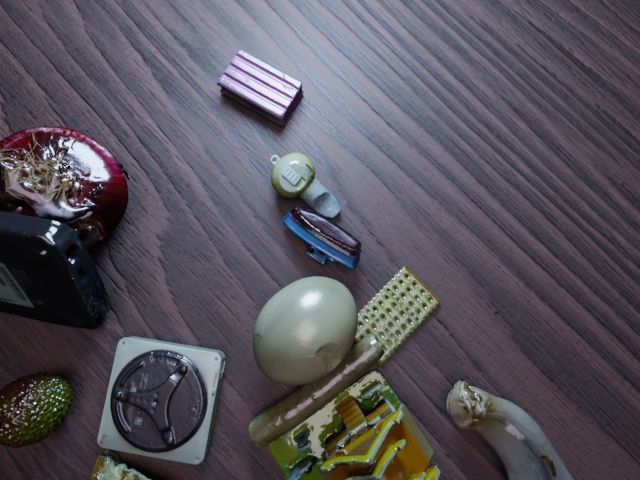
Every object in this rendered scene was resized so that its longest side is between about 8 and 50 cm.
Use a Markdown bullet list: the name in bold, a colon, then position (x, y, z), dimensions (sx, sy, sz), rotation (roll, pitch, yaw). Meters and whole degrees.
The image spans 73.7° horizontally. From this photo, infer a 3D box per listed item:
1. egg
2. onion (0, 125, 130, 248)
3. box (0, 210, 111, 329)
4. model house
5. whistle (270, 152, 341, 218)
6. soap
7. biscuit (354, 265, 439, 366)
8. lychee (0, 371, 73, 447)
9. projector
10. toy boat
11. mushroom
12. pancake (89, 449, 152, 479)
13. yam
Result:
- **egg**: position (-0.034, 0.205, 0.978), dimensions (0.219, 0.219, 0.269), rotation (36, 85, 4)
- **onion**: position (-0.625, -0.117, 1.029), dimensions (0.313, 0.232, 0.315), rotation (2, 85, -24)
- **box**: position (-0.670, 0.065, 0.938), dimensions (0.349, 0.360, 0.091), rotation (10, 47, 0)
- **model house**: position (0.055, 0.481, 0.896), dimensions (0.357, 0.313, 0.243), rotation (-31, 81, -4)
- **whistle**: position (-0.040, -0.141, 1.098), dimensions (0.223, 0.123, 0.123), rotation (39, 83, -15)
- **soap**: position (-0.157, -0.407, 1.141), dimensions (0.203, 0.065, 0.122), rotation (31, 83, 4)
- **biscuit**: position (0.183, 0.191, 1.084), dimensions (0.231, 0.016, 0.139), rotation (-44, 83, -6)
- **lychee**: position (-0.661, 0.384, 0.985), dimensions (0.170, 0.171, 0.172), rotation (0, 82, 0)
- **projector**: position (-0.379, 0.378, 1.020), dimensions (0.258, 0.079, 0.258), rotation (9, 83, 2)
- **toy boat**: position (0.000, 0.000, 1.079), dimensions (0.223, 0.100, 0.097), rotation (32, 120, 8)
- **mushroom**: position (0.450, 0.492, 0.991), dimensions (0.177, 0.126, 0.397), rotation (-30, 87, 4)
- **pancake**: position (-0.410, 0.629, 0.947), dimensions (0.197, 0.054, 0.377), rotation (-29, 65, -10)
- **yam**: position (-0.007, 0.359, 1.020), dimensions (0.371, 0.083, 0.083), rotation (-35, 84, -1)
